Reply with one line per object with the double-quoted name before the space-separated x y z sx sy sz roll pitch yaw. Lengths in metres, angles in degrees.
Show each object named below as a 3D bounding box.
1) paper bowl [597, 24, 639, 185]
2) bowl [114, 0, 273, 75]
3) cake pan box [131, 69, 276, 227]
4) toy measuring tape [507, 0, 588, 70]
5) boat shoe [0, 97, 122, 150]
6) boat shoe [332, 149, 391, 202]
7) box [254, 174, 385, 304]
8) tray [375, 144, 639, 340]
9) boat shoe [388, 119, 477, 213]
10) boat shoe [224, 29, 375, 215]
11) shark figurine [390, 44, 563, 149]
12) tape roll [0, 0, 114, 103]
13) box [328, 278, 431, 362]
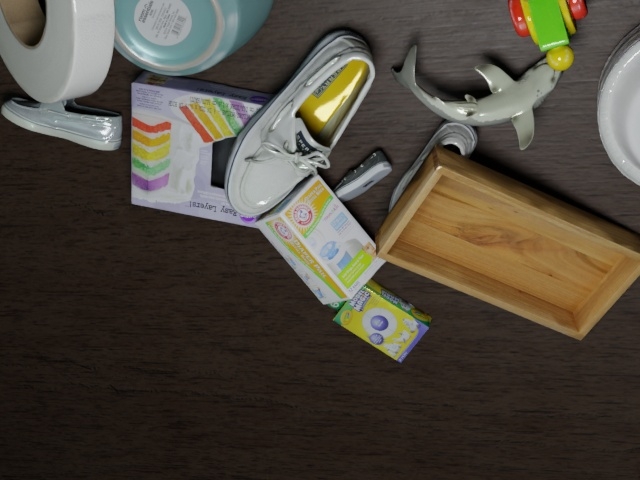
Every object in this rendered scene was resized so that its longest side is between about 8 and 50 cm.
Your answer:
"paper bowl" 0.566 -0.200 1.540 0.284 0.148 0.284 7 119 13
"bowl" -0.231 -0.386 1.608 0.311 0.163 0.311 2 129 2
"cake pan box" -0.206 -0.160 1.819 0.266 0.070 0.246 12 122 8
"toy measuring tape" 0.328 -0.416 1.537 0.121 0.121 0.330 -15 90 22
"boat shoe" -0.467 -0.233 1.852 0.227 0.079 0.081 17 111 1
"boat shoe" 0.067 -0.110 1.786 0.142 0.049 0.040 -32 70 34
"box" 0.000 0.000 1.799 0.203 0.114 0.103 51 152 -12
"tray" 0.320 0.009 1.697 0.411 0.076 0.203 23 124 -15
"boat shoe" 0.184 -0.085 1.727 0.096 0.088 0.267 32 129 -1
"boat shoe" -0.029 -0.166 1.670 0.136 0.156 0.367 33 108 -26
"shark figurine" 0.251 -0.221 1.647 0.278 0.116 0.166 1 84 6
"tape roll" -0.451 -0.416 1.621 0.392 0.072 0.392 30 130 44
"box" 0.106 0.140 1.906 0.179 0.043 0.105 33 120 -1
